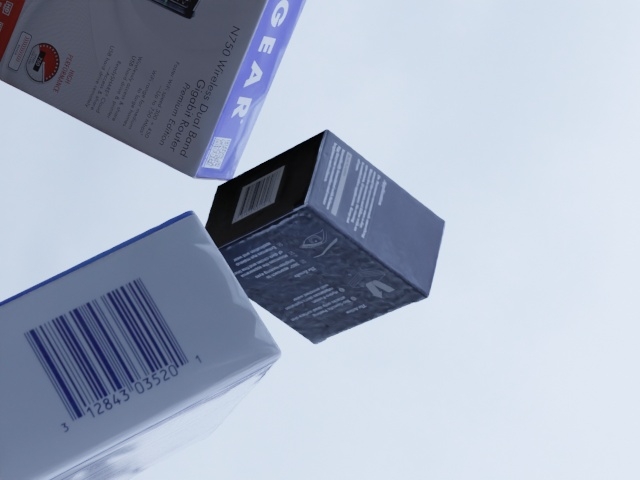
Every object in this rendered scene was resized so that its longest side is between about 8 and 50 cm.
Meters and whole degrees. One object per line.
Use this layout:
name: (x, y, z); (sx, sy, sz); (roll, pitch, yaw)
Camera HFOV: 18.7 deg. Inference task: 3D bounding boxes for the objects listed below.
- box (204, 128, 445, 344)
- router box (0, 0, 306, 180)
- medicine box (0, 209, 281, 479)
box: (0.000, 0.000, 1.757); (0.156, 0.158, 0.093); (-25, -141, 42)
router box: (-0.162, -0.271, 1.931); (0.082, 0.301, 0.335); (2, 113, -65)
medicine box: (-0.209, 0.133, 1.652); (0.149, 0.263, 0.289); (59, -24, 9)
